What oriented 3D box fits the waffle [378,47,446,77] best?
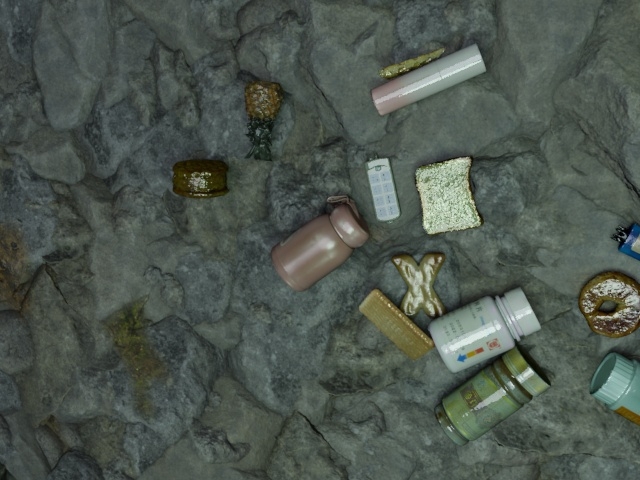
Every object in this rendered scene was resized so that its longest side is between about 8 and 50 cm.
[{"bbox_3d":[0.268,-0.518,1.829,0.190,0.125,0.032,-20,93,20],"label":"waffle"}]

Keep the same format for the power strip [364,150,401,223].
[{"bbox_3d":[0.190,-0.163,1.941,0.079,0.029,0.227,-12,93,17],"label":"power strip"}]

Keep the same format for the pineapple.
[{"bbox_3d":[-0.182,-0.371,1.977,0.128,0.128,0.248,9,104,15],"label":"pineapple"}]

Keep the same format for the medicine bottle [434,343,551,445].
[{"bbox_3d":[0.501,0.460,1.868,0.322,0.151,0.151,-42,85,16],"label":"medicine bottle"}]

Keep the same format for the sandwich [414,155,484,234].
[{"bbox_3d":[0.379,-0.131,1.874,0.186,0.065,0.215,-13,94,18],"label":"sandwich"}]

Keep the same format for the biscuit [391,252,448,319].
[{"bbox_3d":[0.305,0.142,1.938,0.164,0.047,0.208,-3,95,13],"label":"biscuit"}]

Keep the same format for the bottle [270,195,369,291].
[{"bbox_3d":[0.000,0.000,1.950,0.296,0.173,0.206,-36,53,17],"label":"bottle"}]

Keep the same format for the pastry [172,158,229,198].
[{"bbox_3d":[-0.383,-0.199,2.019,0.188,0.189,0.103,6,107,15],"label":"pastry"}]

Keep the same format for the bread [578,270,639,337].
[{"bbox_3d":[0.829,0.180,1.790,0.193,0.064,0.193,4,101,21],"label":"bread"}]

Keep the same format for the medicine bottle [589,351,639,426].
[{"bbox_3d":[0.922,0.447,1.745,0.318,0.158,0.158,30,104,10],"label":"medicine bottle"}]

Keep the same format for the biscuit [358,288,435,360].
[{"bbox_3d":[0.232,0.258,1.939,0.249,0.030,0.160,43,150,8],"label":"biscuit"}]

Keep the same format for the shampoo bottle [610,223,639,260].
[{"bbox_3d":[0.900,0.016,1.752,0.183,0.050,0.087,28,106,11],"label":"shampoo bottle"}]

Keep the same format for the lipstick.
[{"bbox_3d":[0.311,-0.464,1.839,0.326,0.087,0.087,-21,91,18],"label":"lipstick"}]

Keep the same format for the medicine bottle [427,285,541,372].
[{"bbox_3d":[0.476,0.255,1.836,0.292,0.170,0.170,-26,89,12],"label":"medicine bottle"}]
